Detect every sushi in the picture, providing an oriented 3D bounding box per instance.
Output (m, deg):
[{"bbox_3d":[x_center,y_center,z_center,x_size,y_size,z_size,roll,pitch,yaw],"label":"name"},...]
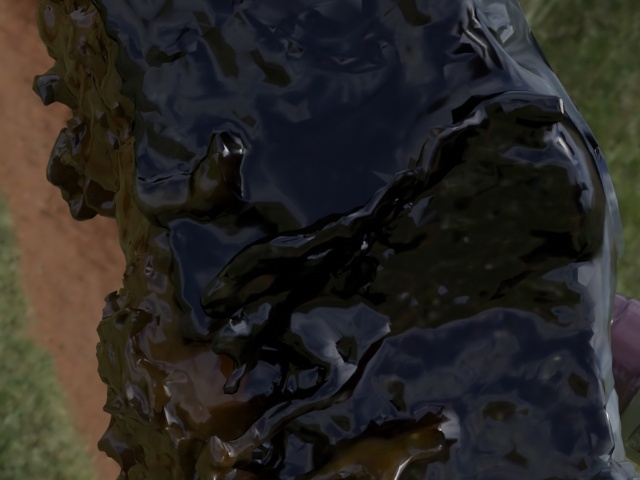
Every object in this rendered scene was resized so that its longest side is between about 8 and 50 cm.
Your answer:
[{"bbox_3d":[0.000,0.000,0.643,0.234,0.207,0.348,138,-62,-87],"label":"sushi"}]

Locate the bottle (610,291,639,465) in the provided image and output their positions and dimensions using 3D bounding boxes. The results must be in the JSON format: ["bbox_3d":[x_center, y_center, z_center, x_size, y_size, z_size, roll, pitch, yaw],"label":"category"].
[{"bbox_3d":[0.265,0.120,1.151,0.233,0.110,0.110,31,28,12],"label":"bottle"}]
